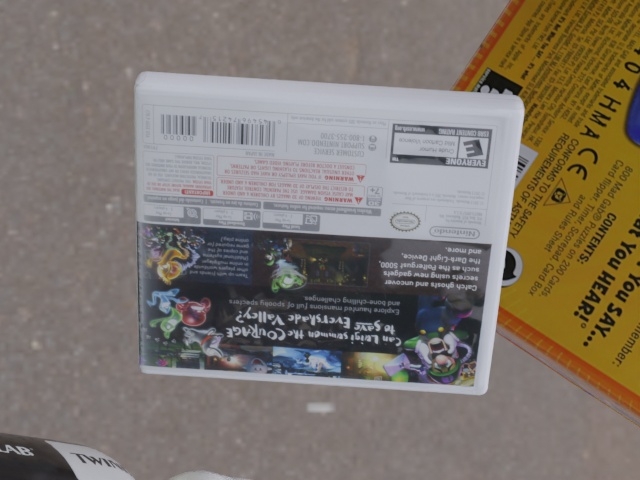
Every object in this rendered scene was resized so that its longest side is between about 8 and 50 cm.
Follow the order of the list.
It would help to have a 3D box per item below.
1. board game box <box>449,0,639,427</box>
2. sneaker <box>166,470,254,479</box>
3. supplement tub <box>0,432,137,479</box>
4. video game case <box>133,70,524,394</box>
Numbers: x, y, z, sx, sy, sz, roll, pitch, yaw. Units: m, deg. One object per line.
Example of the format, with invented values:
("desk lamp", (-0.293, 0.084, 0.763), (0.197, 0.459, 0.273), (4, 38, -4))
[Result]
("board game box", (0.316, -0.021, 1.024), (0.356, 0.356, 0.356), (-56, 152, 0))
("sneaker", (-0.026, 0.204, 0.585), (0.094, 0.080, 0.212), (22, 65, -53))
("supplement tub", (-0.247, 0.222, 0.928), (0.338, 0.207, 0.207), (16, 72, -42))
("video game case", (0.000, 0.000, 0.743), (0.022, 0.190, 0.173), (-86, 179, -60))
